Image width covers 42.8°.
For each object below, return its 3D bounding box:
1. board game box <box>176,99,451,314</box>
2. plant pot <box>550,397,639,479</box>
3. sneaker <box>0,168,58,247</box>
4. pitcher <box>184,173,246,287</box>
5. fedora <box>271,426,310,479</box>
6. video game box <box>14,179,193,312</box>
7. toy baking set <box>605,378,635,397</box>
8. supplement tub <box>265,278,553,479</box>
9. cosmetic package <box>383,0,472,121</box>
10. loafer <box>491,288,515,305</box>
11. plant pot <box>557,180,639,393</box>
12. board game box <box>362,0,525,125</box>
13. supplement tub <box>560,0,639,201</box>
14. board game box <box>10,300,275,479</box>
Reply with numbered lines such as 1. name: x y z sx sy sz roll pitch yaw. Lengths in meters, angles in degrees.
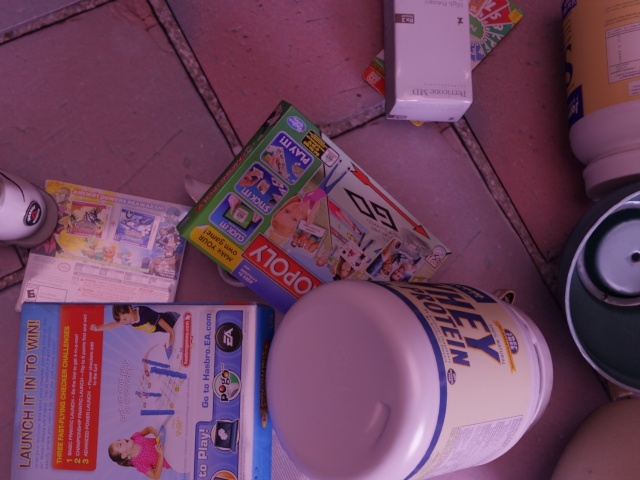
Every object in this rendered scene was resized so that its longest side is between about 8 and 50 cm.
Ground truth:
1. board game box: 0.000 0.000 1.081 0.317 0.046 0.213 39 90 -26
2. plant pot: 0.430 0.322 1.078 0.284 0.284 0.191 10 55 -7
3. sneaker: -0.517 -0.080 1.046 0.331 0.146 0.122 10 79 7
4. pitcher: -0.065 -0.039 1.144 0.207 0.125 0.177 -18 104 -3
5. fedora: -0.043 0.279 1.068 0.244 0.124 0.275 -18 82 -12
6. video game box: -0.293 0.026 1.122 0.205 0.048 0.187 11 79 -6
7. toy baking set: 0.534 0.257 1.213 0.256 0.030 0.196 16 82 1
8. supplement tub: 0.119 0.168 0.997 0.325 0.235 0.235 5 74 -48
9. cosmetic package: 0.156 -0.298 1.207 0.117 0.085 0.231 0 77 -7
10. loafer: 0.246 0.123 1.188 0.045 0.039 0.125 31 75 -2
11. plant pot: 0.462 0.043 1.133 0.293 0.196 0.293 0 104 2
12. board game box: 0.192 -0.306 1.275 0.124 0.039 0.259 42 78 2
13. supplement tub: 0.485 -0.235 1.197 0.241 0.241 0.331 2 78 -8
14. board game box: -0.213 0.228 0.986 0.302 0.086 0.308 0 82 12
